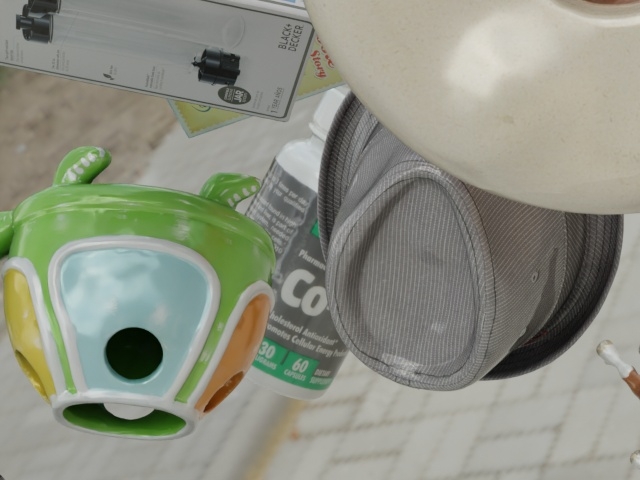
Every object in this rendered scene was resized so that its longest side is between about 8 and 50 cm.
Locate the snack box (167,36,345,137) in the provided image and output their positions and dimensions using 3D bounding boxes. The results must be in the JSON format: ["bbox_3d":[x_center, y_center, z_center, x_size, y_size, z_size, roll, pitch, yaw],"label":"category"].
[{"bbox_3d":[-0.087,-0.241,1.313,0.187,0.322,0.060,-18,44,9],"label":"snack box"}]

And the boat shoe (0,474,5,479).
[{"bbox_3d":[-0.278,0.231,1.269,0.285,0.103,0.092,-3,43,-19],"label":"boat shoe"}]

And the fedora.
[{"bbox_3d":[0.088,0.002,1.139,0.243,0.275,0.124,24,34,16],"label":"fedora"}]

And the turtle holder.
[{"bbox_3d":[-0.201,0.055,1.461,0.243,0.320,0.227,-30,49,53],"label":"turtle holder"}]

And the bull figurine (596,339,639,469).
[{"bbox_3d":[0.425,0.203,1.845,0.101,0.310,0.188,-24,29,-13],"label":"bull figurine"}]

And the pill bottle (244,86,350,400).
[{"bbox_3d":[0.000,0.000,1.960,0.361,0.204,0.204,-62,19,11],"label":"pill bottle"}]

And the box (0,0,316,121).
[{"bbox_3d":[-0.147,-0.193,1.212,0.169,0.290,0.087,111,167,-64],"label":"box"}]

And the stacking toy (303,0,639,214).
[{"bbox_3d":[0.174,-0.252,0.994,0.350,0.350,0.480,-28,17,17],"label":"stacking toy"}]
